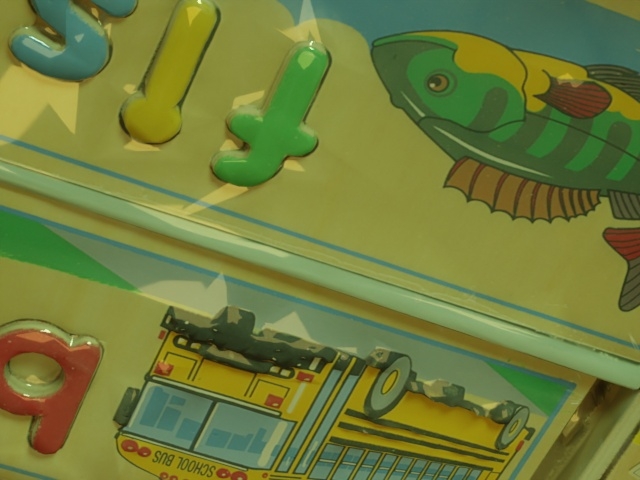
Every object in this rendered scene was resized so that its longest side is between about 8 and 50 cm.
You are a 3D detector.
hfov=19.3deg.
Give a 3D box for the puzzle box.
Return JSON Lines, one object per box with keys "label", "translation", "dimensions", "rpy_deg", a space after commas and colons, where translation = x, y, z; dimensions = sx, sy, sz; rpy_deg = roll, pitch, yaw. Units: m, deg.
{"label": "puzzle box", "translation": [0.000, 0.000, 0.577], "dimensions": [0.408, 0.052, 0.272], "rpy_deg": [17, 126, -13]}
